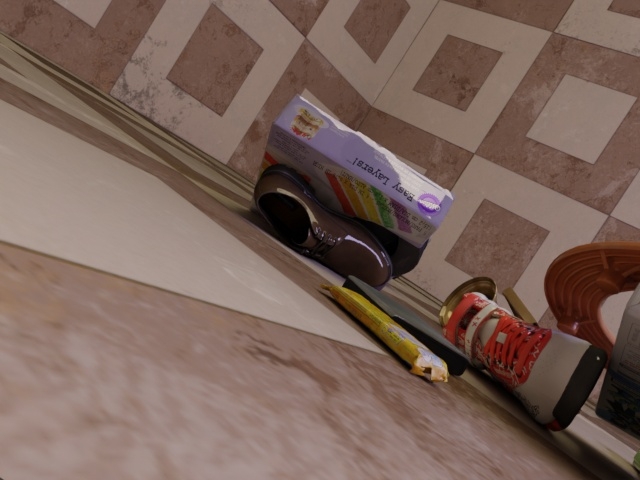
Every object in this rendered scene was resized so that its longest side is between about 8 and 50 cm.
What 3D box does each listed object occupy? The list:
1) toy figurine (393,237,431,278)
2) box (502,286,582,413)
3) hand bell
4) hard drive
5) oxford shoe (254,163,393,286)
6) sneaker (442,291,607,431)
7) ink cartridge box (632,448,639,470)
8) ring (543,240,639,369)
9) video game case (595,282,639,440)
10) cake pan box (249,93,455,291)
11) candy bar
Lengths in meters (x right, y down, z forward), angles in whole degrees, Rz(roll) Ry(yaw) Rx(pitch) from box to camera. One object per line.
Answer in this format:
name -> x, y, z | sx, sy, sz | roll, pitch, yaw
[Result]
toy figurine -> 0.133, -0.034, 1.329 | 0.210, 0.213, 0.148 | 38, -8, 16
box -> 0.362, 0.175, 1.009 | 0.164, 0.021, 0.201 | 61, 11, -7
hand bell -> 0.346, 0.193, 1.148 | 0.242, 0.126, 0.126 | 45, -2, -19
hard drive -> 0.080, 0.081, 0.609 | 0.094, 0.022, 0.135 | 31, 3, -19
oxford shoe -> 0.000, 0.000, 0.815 | 0.227, 0.083, 0.096 | 36, 28, -10
sneaker -> 0.201, 0.119, 0.653 | 0.145, 0.090, 0.270 | 32, -1, 16
ink cartridge box -> 0.436, 0.288, 0.648 | 0.171, 0.056, 0.235 | 34, 1, 25
ring -> 0.353, 0.118, 0.543 | 0.337, 0.032, 0.336 | 35, -16, 12
video game case -> 0.398, 0.177, 0.488 | 0.329, 0.036, 0.300 | 28, -18, 31
cake pan box -> 0.035, -0.052, 0.886 | 0.267, 0.070, 0.245 | 33, -27, 1
candy bar -> 0.049, 0.070, 0.503 | 0.040, 0.018, 0.161 | 27, 6, -32
